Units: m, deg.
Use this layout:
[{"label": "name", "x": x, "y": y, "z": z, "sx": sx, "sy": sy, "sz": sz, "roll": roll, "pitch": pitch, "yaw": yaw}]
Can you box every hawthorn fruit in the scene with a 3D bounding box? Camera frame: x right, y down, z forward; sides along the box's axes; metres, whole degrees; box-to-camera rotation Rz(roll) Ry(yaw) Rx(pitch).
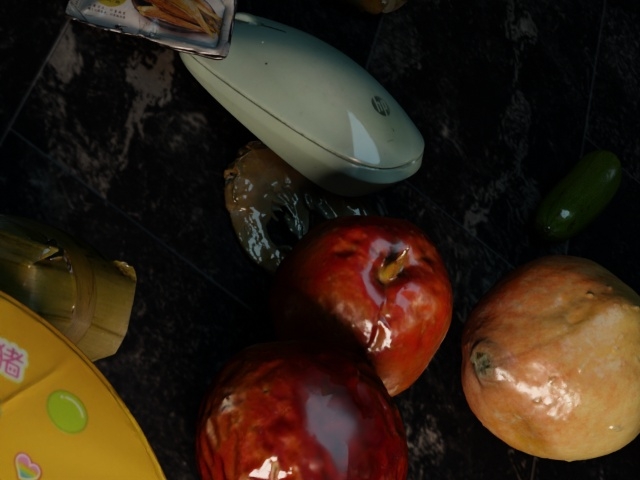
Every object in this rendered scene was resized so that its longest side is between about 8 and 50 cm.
[{"label": "hawthorn fruit", "x": 0.047, "y": 0.057, "z": 1.740, "sx": 0.179, "sy": 0.200, "sz": 0.179, "roll": 9, "pitch": 66, "yaw": -20}]

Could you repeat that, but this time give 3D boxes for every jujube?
[{"label": "jujube", "x": -0.014, "y": 0.214, "z": 1.595, "sx": 0.190, "sy": 0.190, "sz": 0.255, "roll": 12, "pitch": 68, "yaw": -41}]

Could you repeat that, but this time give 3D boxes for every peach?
[{"label": "peach", "x": 0.243, "y": 0.123, "z": 1.899, "sx": 0.232, "sy": 0.232, "sz": 0.232, "roll": 28, "pitch": 43, "yaw": -29}]

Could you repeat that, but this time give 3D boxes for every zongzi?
[{"label": "zongzi", "x": -0.319, "y": 0.028, "z": 1.500, "sx": 0.260, "sy": 0.289, "sz": 0.123, "roll": 17, "pitch": 84, "yaw": -76}]

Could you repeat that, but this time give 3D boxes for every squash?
[{"label": "squash", "x": 0.327, "y": -0.062, "z": 2.256, "sx": 0.066, "sy": 0.066, "sz": 0.252, "roll": 50, "pitch": 37, "yaw": -2}]

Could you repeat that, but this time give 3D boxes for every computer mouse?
[{"label": "computer mouse", "x": -0.013, "y": -0.160, "z": 1.907, "sx": 0.288, "sy": 0.097, "sz": 0.159, "roll": 44, "pitch": 37, "yaw": 15}]

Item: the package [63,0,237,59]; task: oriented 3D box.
[{"label": "package", "x": -0.169, "y": -0.262, "z": 1.900, "sx": 0.171, "sy": 0.027, "sz": 0.173, "roll": 12, "pitch": 47, "yaw": -7}]

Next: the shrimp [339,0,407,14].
[{"label": "shrimp", "x": 0.013, "y": -0.471, "z": 2.264, "sx": 0.272, "sy": 0.085, "sz": 0.445, "roll": 11, "pitch": 54, "yaw": -48}]

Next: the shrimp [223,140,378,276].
[{"label": "shrimp", "x": 0.001, "y": -0.001, "z": 1.876, "sx": 0.253, "sy": 0.058, "sz": 0.173, "roll": 48, "pitch": 44, "yaw": 1}]

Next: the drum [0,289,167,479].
[{"label": "drum", "x": -0.307, "y": 0.232, "z": 1.219, "sx": 0.431, "sy": 0.214, "sz": 0.431, "roll": 28, "pitch": 42, "yaw": -29}]
